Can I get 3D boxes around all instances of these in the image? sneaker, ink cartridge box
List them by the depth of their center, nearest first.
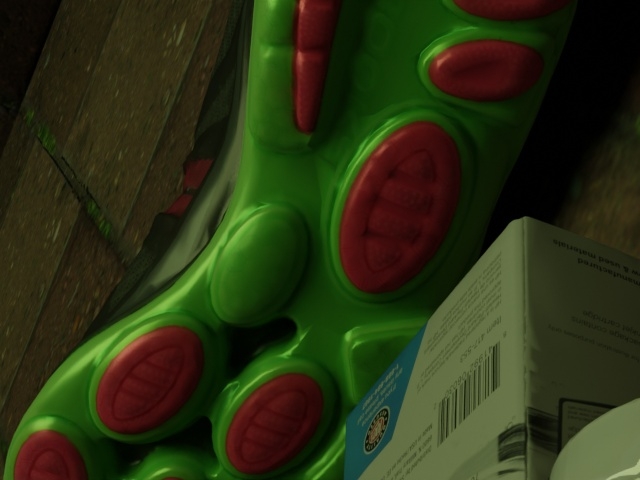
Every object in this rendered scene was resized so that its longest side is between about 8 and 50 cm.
[{"bbox_3d":[0.067,0.111,0.647,0.139,0.082,0.190,126,156,-43],"label":"ink cartridge box"},{"bbox_3d":[0.000,0.000,0.901,0.483,0.185,0.202,-62,-1,17],"label":"sneaker"}]

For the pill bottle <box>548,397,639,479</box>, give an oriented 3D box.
[{"bbox_3d":[0.095,0.162,0.395,0.146,0.146,0.264,-52,24,44],"label":"pill bottle"}]
